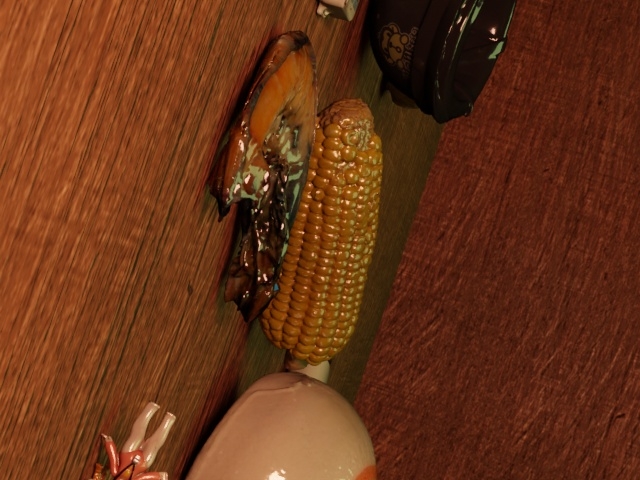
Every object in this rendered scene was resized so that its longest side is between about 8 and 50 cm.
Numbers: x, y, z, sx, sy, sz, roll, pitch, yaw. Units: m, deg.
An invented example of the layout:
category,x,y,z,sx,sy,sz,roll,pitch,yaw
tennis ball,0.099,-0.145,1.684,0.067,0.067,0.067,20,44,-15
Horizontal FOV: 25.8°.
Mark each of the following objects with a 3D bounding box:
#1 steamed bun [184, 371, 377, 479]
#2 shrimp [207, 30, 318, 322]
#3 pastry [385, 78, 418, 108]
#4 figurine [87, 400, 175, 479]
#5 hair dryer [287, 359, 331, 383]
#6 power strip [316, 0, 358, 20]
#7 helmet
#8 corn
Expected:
category,x,y,z,sx,sy,sz,roll,pitch,yaw
steamed bun,-0.035,0.293,1.540,0.283,0.177,0.283,-54,162,-27
shrimp,-0.055,-0.040,1.254,0.222,0.054,0.290,-56,159,-66
pastry,0.145,-0.264,2.045,0.153,0.081,0.153,16,90,-72
figurine,-0.151,0.178,1.092,0.109,0.064,0.047,-59,-171,-21
hair dryer,-0.035,0.254,1.887,0.362,0.128,0.203,-74,176,-57
power strip,0.041,-0.311,1.395,0.081,0.035,0.192,29,80,-82
helmet,0.139,-0.274,1.696,0.279,0.160,0.231,-45,155,-46
corn,0.000,0.000,1.515,0.119,0.119,0.322,-55,157,-65
